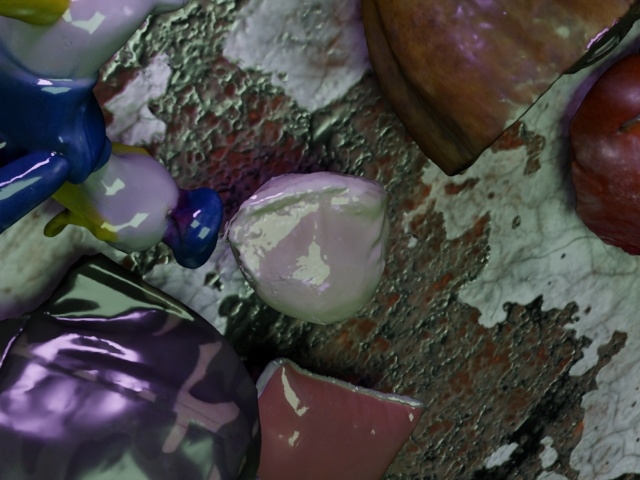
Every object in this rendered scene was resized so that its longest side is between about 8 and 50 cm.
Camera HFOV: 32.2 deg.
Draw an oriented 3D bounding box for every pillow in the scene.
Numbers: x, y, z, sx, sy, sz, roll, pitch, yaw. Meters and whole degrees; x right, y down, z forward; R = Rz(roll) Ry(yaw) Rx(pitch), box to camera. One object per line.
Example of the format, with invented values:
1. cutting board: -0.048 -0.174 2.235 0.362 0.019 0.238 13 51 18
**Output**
1. pillow: -0.013 0.193 1.037 0.179 0.075 0.171 21 109 -33

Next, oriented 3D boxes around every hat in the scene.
1. hat: -0.236 0.221 0.823 0.382 0.257 0.366 -36 138 -57

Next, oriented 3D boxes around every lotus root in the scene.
1. lotus root: 0.118 -0.172 0.883 0.180 0.199 0.188 44 79 2

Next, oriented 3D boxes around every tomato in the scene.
1. tomato: 0.400 -0.075 1.076 0.309 0.170 0.308 -12 119 -23

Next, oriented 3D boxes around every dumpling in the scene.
1. dumpling: 0.000 0.000 0.926 0.136 0.118 0.199 -44 149 0

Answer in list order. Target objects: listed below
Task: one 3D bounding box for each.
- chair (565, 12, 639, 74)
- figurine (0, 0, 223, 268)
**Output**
1. chair: 0.266 -0.247 0.966 0.174 0.149 0.213 22 144 -39
2. figurine: -0.184 -0.057 0.733 0.283 0.204 0.338 -40 133 8
